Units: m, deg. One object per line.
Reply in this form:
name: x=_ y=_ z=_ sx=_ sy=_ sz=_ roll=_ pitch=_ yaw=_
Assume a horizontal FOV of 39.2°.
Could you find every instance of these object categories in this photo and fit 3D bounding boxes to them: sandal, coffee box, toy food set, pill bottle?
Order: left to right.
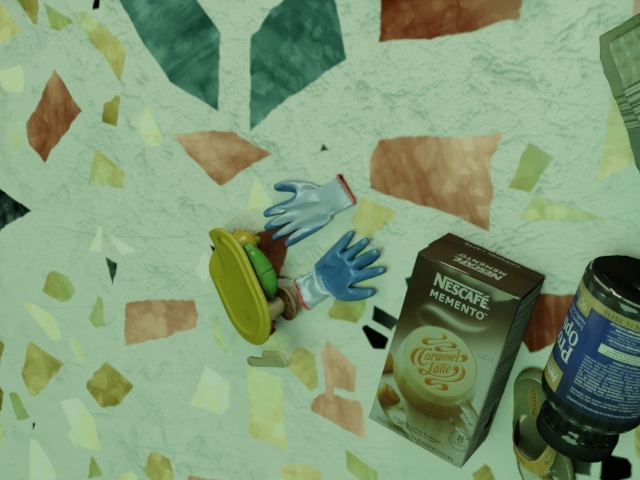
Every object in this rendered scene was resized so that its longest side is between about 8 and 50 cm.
toy food set: x=-0.089 y=0.075 z=1.296 sx=0.128 sy=0.071 sz=0.218 roll=-25 pitch=87 yaw=59
coffee box: x=0.166 y=0.135 z=1.124 sx=0.141 sy=0.098 sz=0.247 roll=24 pitch=115 yaw=25
sandal: x=0.270 y=0.250 z=1.121 sx=0.072 sy=0.049 sz=0.180 roll=-4 pitch=101 yaw=33
pill bottle: x=0.321 y=0.137 z=1.008 sx=0.122 sy=0.123 sz=0.219 roll=27 pitch=121 yaw=24

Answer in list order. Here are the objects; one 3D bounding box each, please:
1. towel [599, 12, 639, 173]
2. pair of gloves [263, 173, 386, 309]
towel: x=0.389 y=-0.087 z=0.835 sx=0.324 sy=0.056 sz=0.312 roll=164 pitch=84 yaw=-77
pair of gloves: x=0.000 y=0.000 z=1.239 sx=0.159 sy=0.023 sz=0.198 roll=-27 pitch=89 yaw=35
